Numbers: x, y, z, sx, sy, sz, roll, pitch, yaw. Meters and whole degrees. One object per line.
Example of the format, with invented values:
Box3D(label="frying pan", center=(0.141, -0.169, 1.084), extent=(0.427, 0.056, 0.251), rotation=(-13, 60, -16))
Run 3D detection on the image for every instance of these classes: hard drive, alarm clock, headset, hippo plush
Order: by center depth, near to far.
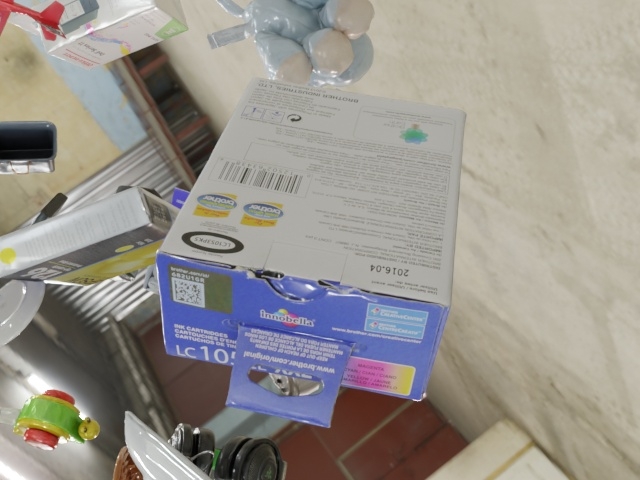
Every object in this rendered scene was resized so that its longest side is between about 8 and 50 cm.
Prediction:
Box3D(label="alarm clock", center=(-0.049, 0.213, 1.265), extent=(0.192, 0.064, 0.129), rotation=(-13, 99, 64))
Box3D(label="hard drive", center=(-0.512, -0.018, 1.319), extent=(0.022, 0.135, 0.094), rotation=(37, -158, -14))
Box3D(label="hippo plush", center=(-0.022, -0.333, 1.331), extent=(0.236, 0.294, 0.234), rotation=(46, -143, -61))
Box3D(label="headset", center=(-0.206, 0.462, 1.420), extent=(0.244, 0.185, 0.394), rotation=(7, 164, 11))

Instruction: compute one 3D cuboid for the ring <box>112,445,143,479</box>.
Box3D(label="ring", center=(-0.248, 0.458, 1.027), extent=(0.336, 0.032, 0.336), rotation=(173, 90, -83))

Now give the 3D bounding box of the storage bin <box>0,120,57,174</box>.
Box3D(label="storage bin", center=(-0.574, -0.166, 1.416), extent=(0.091, 0.135, 0.098), rotation=(118, 146, -66))

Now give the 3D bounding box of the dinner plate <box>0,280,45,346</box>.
Box3D(label="dinner plate", center=(-0.486, 0.105, 1.133), extent=(0.017, 0.141, 0.141), rotation=(51, 176, -40))

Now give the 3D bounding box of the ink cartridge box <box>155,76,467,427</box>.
Box3D(label="ink cartridge box", center=(0.000, 0.000, 0.773), extent=(0.395, 0.270, 0.151), rotation=(-73, -9, -49))

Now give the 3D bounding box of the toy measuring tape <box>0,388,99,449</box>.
Box3D(label="toy measuring tape", center=(-0.610, 0.349, 1.486), extent=(0.330, 0.121, 0.121), rotation=(11, 166, 6))

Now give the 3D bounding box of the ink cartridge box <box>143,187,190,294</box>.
Box3D(label="ink cartridge box", center=(-0.225, 0.026, 1.391), extent=(0.206, 0.208, 0.045), rotation=(18, -168, 19))

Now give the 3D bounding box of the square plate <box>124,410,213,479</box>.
Box3D(label="square plate", center=(-0.066, 0.373, 0.804), extent=(0.347, 0.049, 0.344), rotation=(21, 145, 47))

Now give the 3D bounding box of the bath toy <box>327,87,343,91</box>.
Box3D(label="bath toy", center=(-0.026, -0.196, 1.772), extent=(0.151, 0.348, 0.129), rotation=(19, -152, -33))

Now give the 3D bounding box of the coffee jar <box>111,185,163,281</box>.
Box3D(label="coffee jar", center=(-0.371, -0.018, 1.394), extent=(0.096, 0.184, 0.079), rotation=(6, 154, 21))

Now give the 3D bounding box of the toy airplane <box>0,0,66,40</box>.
Box3D(label="toy airplane", center=(-0.411, -0.315, 0.987), extent=(0.028, 0.151, 0.151), rotation=(-82, -29, -43))

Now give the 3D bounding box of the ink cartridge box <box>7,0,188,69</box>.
Box3D(label="ink cartridge box", center=(-0.516, -0.505, 1.714), extent=(0.207, 0.354, 0.119), rotation=(-9, -99, -79))

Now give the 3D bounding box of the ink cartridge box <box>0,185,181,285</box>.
Box3D(label="ink cartridge box", center=(-0.360, 0.018, 1.114), extent=(0.303, 0.307, 0.072), rotation=(47, -158, -83))
